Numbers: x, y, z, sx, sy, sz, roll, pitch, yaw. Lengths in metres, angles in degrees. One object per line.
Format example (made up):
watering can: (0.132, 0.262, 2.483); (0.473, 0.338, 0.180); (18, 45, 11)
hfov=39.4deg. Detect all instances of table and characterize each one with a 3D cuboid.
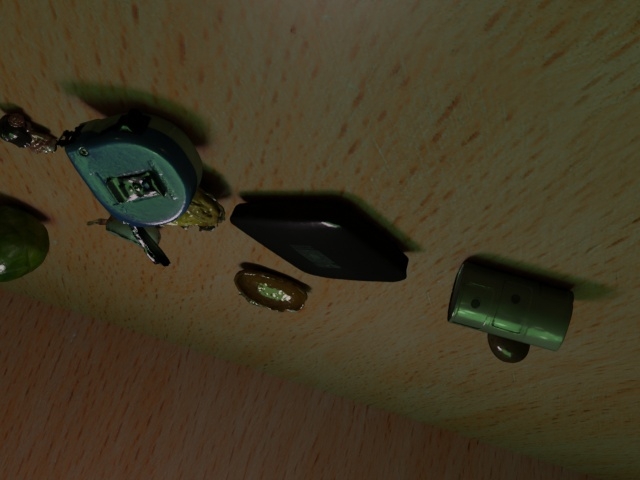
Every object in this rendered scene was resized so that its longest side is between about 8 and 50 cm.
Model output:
table: (0.371, 0.130, 1.764); (0.219, 0.127, 0.126); (16, 163, 2)

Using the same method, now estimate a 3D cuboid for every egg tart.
egg tart: (-0.319, -0.094, 1.780); (0.278, 0.095, 0.279); (11, 165, 3)

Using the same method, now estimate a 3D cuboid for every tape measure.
tape measure: (-0.294, -0.072, 1.602); (0.215, 0.098, 0.351); (-10, 131, 25)

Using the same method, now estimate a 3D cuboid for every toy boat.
toy boat: (-0.443, -0.030, 2.143); (0.134, 0.079, 0.207); (29, 171, -12)

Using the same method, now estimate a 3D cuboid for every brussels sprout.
brussels sprout: (-0.843, 0.011, 2.372); (0.244, 0.244, 0.244); (15, 163, 5)

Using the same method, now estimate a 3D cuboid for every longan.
longan: (0.436, 0.232, 2.085); (0.113, 0.092, 0.113); (38, -162, -15)

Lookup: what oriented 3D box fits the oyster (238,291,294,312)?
oyster: (-0.141, 0.157, 2.430); (0.125, 0.064, 0.177); (25, 161, -40)

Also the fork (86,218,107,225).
fork: (-0.573, -0.045, 2.284); (0.012, 0.016, 0.115); (20, 166, -38)

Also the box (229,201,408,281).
box: (0.000, 0.000, 1.799); (0.289, 0.073, 0.289); (2, 157, 39)

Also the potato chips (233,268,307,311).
potato chips: (-0.128, 0.122, 2.317); (0.201, 0.049, 0.150); (25, 146, -13)

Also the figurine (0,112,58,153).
figurine: (-0.565, -0.202, 1.730); (0.072, 0.054, 0.129); (0, 158, 33)
